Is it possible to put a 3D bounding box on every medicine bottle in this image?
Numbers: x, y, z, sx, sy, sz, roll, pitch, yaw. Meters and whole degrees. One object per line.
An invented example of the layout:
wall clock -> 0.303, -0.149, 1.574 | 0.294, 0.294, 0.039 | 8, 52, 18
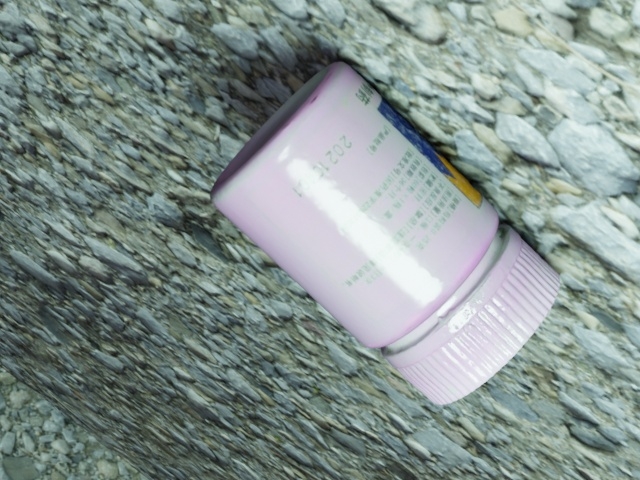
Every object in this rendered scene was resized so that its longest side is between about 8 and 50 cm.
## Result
medicine bottle -> 0.060, -0.005, 1.458 | 0.291, 0.178, 0.178 | 42, 154, -9
